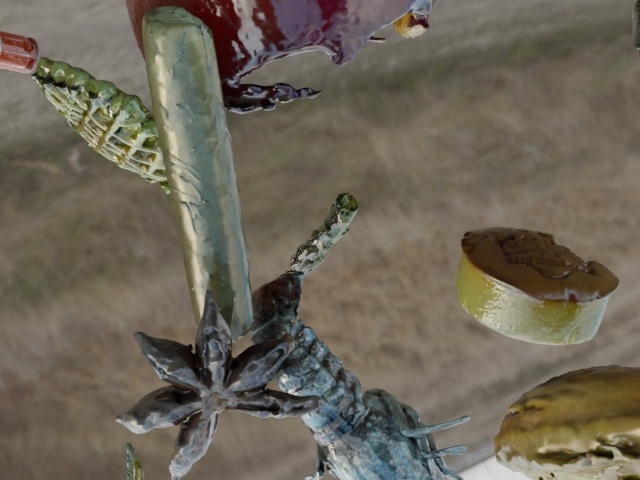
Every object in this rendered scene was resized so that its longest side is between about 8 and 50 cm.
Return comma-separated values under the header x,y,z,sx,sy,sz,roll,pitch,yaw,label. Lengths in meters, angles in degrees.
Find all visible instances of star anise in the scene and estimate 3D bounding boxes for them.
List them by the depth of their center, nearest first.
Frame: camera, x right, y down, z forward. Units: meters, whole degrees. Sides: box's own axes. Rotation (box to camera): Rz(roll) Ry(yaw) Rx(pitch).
x,y,z,sx,sy,sz,roll,pitch,yaw,label
-0.119,0.149,1.465,0.208,0.171,0.063,-26,-168,8,star anise

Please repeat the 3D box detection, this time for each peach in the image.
x,y,z,sx,sy,sz,roll,pitch,yaw,label
-0.058,-0.319,1.746,0.339,0.353,0.416,-24,158,-44,peach

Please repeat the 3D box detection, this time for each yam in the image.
x,y,z,sx,sy,sz,roll,pitch,yaw,label
-0.126,-0.064,1.491,0.083,0.371,0.083,-5,-151,3,yam

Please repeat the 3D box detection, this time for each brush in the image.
x,y,z,sx,sy,sz,roll,pitch,yaw,label
-0.194,0.322,1.648,0.010,0.082,0.218,-9,-152,-21,brush

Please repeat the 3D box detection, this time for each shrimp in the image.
x,y,z,sx,sy,sz,roll,pitch,yaw,label
0.052,0.224,1.666,0.221,0.410,0.166,-33,-160,29,shrimp

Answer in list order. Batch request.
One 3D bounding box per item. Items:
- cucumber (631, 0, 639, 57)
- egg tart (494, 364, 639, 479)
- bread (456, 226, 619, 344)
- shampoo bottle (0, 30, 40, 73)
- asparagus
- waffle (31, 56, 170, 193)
x,y,z,sx,sy,sz,roll,pitch,yaw,label
0.439,-0.269,1.823,0.077,0.077,0.265,-29,-167,19,cucumber
0.354,0.182,1.092,0.443,0.178,0.443,-3,172,0,egg tart
0.197,0.043,1.374,0.125,0.156,0.086,-15,126,-45,bread
-0.392,-0.211,1.485,0.051,0.108,0.221,-7,172,40,shampoo bottle
0.000,0.000,1.691,0.030,0.036,0.165,-48,178,-42,asparagus
-0.241,-0.134,1.646,0.054,0.214,0.208,-56,146,-11,waffle
